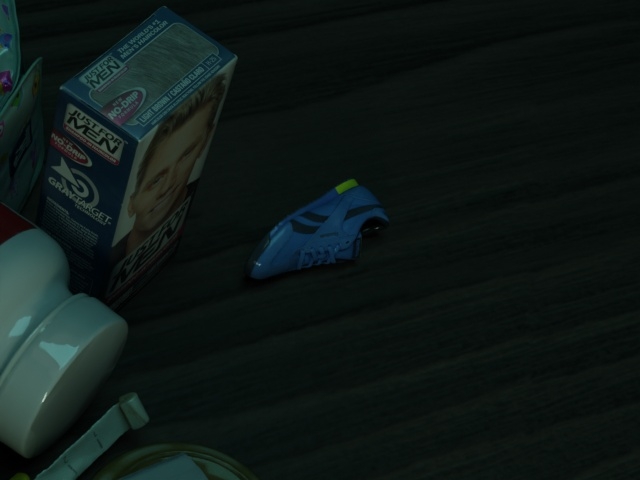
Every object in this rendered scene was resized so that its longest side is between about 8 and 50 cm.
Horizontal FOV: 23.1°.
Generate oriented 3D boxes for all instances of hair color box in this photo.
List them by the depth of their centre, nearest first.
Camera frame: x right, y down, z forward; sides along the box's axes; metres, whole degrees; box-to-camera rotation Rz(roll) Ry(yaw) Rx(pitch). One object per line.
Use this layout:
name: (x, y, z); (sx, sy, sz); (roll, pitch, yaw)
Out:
hair color box: (-0.212, -0.067, 1.694); (0.105, 0.347, 0.174); (35, 51, 10)

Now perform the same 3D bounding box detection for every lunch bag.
lunch bag: (-0.399, -0.156, 1.785); (0.160, 0.223, 0.262); (-11, 57, -17)

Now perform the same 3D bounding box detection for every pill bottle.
pill bottle: (-0.413, 0.040, 1.622); (0.407, 0.229, 0.229); (34, 50, 9)

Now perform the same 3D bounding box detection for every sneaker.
sneaker: (0.000, 0.000, 1.894); (0.209, 0.069, 0.082); (-33, 72, -35)

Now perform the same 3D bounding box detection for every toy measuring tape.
toy measuring tape: (-0.268, 0.270, 1.550); (0.121, 0.121, 0.330); (39, 57, 14)

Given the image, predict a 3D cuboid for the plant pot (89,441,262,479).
plant pot: (-0.142, 0.307, 1.628); (0.236, 0.032, 0.236); (9, 52, -11)

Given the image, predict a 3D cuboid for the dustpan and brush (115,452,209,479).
dustpan and brush: (-0.130, 0.325, 1.567); (0.147, 0.060, 0.211); (-18, 54, -45)
